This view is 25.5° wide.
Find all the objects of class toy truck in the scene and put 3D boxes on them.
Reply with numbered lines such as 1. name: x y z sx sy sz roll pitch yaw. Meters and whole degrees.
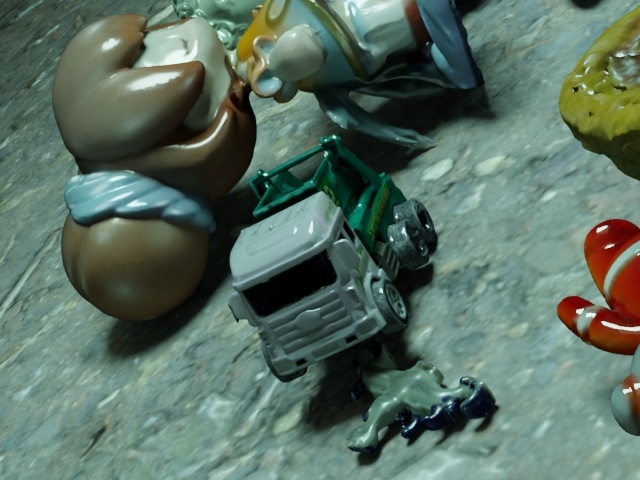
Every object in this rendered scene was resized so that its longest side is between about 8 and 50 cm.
1. toy truck: 0.000 0.000 0.990 0.110 0.116 0.216 -27 15 19

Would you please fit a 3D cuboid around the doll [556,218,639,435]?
1. doll: 0.200 0.045 0.730 0.142 0.076 0.245 -20 22 10

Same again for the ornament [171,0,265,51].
1. ornament: -0.028 -0.296 1.615 0.285 0.130 0.120 -20 43 12

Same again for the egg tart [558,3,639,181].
1. egg tart: 0.297 -0.071 0.675 0.352 0.153 0.339 -15 21 -6

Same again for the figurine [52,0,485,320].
1. figurine: -0.060 -0.124 1.224 0.388 0.248 0.276 -22 23 6

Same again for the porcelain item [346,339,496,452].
1. porcelain item: 0.044 0.105 0.880 0.075 0.021 0.136 -42 25 -17
